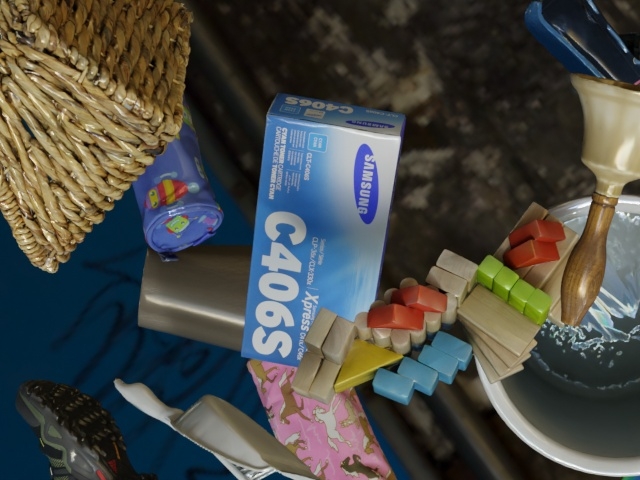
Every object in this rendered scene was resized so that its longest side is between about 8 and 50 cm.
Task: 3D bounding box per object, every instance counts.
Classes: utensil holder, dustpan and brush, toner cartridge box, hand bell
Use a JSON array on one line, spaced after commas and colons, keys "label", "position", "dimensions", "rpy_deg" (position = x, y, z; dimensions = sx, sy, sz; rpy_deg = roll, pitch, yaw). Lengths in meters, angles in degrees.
[{"label": "utensil holder", "position": [0.369, 0.094, 1.654], "dimensions": [0.327, 0.327, 0.385], "rpy_deg": [51, -169, 3]}, {"label": "dustpan and brush", "position": [-0.107, 0.176, 1.203], "dimensions": [0.211, 0.060, 0.147], "rpy_deg": [38, 180, 23]}, {"label": "toner cartridge box", "position": [0.000, 0.000, 1.624], "dimensions": [0.165, 0.348, 0.075], "rpy_deg": [9, -152, 4]}, {"label": "hand bell", "position": [0.275, -0.031, 1.259], "dimensions": [0.126, 0.242, 0.126], "rpy_deg": [12, -169, -2]}]

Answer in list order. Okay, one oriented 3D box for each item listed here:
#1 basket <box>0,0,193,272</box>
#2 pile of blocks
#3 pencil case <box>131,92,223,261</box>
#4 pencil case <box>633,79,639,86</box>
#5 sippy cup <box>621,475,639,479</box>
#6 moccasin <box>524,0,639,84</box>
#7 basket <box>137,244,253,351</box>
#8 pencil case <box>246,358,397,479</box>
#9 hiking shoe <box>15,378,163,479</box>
[{"label": "basket", "position": [-0.275, -0.155, 1.284], "dimensions": [0.213, 0.223, 0.299], "rpy_deg": [35, -155, -22]}, {"label": "pile of blocks", "position": [0.137, 0.084, 1.369], "dimensions": [0.149, 0.362, 0.112], "rpy_deg": [61, 176, 19]}, {"label": "pencil case", "position": [-0.228, -0.125, 1.898], "dimensions": [0.133, 0.119, 0.306], "rpy_deg": [36, -151, -57]}, {"label": "pencil case", "position": [0.384, -0.074, 1.378], "dimensions": [0.209, 0.095, 0.098], "rpy_deg": [53, -157, 21]}, {"label": "sippy cup", "position": [0.630, 0.471, 2.104], "dimensions": [0.224, 0.240, 0.305], "rpy_deg": [30, -157, -24]}, {"label": "moccasin", "position": [0.468, -0.277, 2.005], "dimensions": [0.342, 0.117, 0.137], "rpy_deg": [40, 177, -29]}, {"label": "basket", "position": [-0.159, 0.083, 1.981], "dimensions": [0.226, 0.154, 0.204], "rpy_deg": [7, -135, -5]}, {"label": "pencil case", "position": [0.017, 0.332, 2.178], "dimensions": [0.386, 0.160, 0.167], "rpy_deg": [64, -166, 13]}, {"label": "hiking shoe", "position": [-0.229, 0.231, 1.220], "dimensions": [0.227, 0.114, 0.086], "rpy_deg": [44, -163, 24]}]
